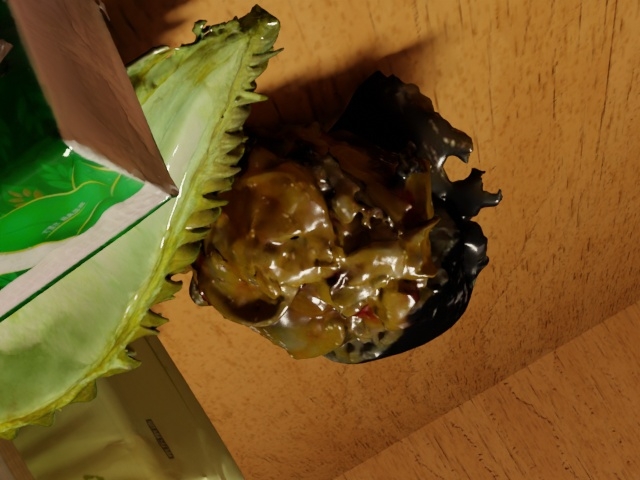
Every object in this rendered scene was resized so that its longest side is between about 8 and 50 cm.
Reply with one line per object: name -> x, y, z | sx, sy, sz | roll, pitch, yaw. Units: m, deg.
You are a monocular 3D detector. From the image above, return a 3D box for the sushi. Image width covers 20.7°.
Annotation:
sushi -> 0.000, -0.006, 1.279 | 0.204, 0.213, 0.200 | -36, 149, -40

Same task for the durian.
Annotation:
durian -> -0.176, -0.016, 1.015 | 0.394, 0.163, 0.198 | -36, 145, 20

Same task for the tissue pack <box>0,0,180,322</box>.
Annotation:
tissue pack -> -0.205, -0.038, 0.830 | 0.209, 0.148, 0.156 | -33, 152, 16

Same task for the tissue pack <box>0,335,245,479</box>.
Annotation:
tissue pack -> -0.170, 0.107, 1.194 | 0.125, 0.234, 0.159 | -36, 164, 10
